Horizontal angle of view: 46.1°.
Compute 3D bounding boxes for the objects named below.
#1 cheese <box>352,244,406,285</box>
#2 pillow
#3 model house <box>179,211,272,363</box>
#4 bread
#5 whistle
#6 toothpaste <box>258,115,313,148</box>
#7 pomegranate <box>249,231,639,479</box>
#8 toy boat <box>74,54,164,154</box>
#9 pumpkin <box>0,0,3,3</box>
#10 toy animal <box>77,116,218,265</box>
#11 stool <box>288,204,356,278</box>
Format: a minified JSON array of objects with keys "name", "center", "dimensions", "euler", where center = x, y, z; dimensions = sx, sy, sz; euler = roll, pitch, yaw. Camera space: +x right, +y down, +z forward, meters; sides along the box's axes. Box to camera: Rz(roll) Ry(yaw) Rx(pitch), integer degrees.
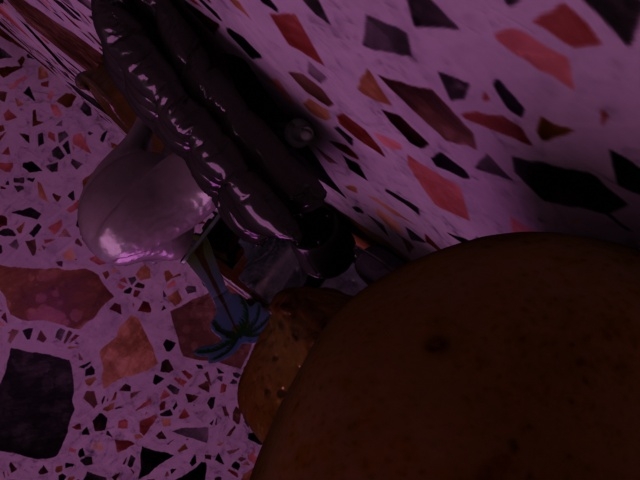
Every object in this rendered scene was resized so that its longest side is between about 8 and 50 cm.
[{"name":"cheese","center":[0.118,0.072,1.137],"dimensions":[0.135,0.052,0.245],"euler":[34,172,38]},{"name":"pillow","center":[-0.132,-0.133,0.845],"dimensions":[0.326,0.101,0.228],"euler":[49,169,-8]},{"name":"model house","center":[-0.166,0.102,1.671],"dimensions":[0.323,0.340,0.300],"euler":[36,175,-7]},{"name":"bread","center":[0.069,0.207,1.029],"dimensions":[0.398,0.215,0.398],"euler":[29,-172,-4]},{"name":"whistle","center":[0.001,0.094,1.407],"dimensions":[0.405,0.168,0.188],"euler":[32,170,48]},{"name":"toothpaste","center":[-0.046,-0.125,0.861],"dimensions":[0.049,0.031,0.204],"euler":[44,174,-20]},{"name":"pomegranate","center":[0.148,0.192,0.498],"dimensions":[0.416,0.416,0.416],"euler":[39,173,6]},{"name":"toy boat","center":[-0.350,-0.242,1.466],"dimensions":[0.121,0.089,0.321],"euler":[42,177,33]},{"name":"pumpkin","center":[-0.488,-0.369,0.787],"dimensions":[0.325,0.242,0.232],"euler":[31,178,30]},{"name":"toy animal","center":[-0.206,-0.087,1.062],"dimensions":[0.249,0.289,0.174],"euler":[5,148,41]},{"name":"stool","center":[0.000,0.000,1.147],"dimensions":[0.096,0.096,0.110],"euler":[36,168,29]}]
